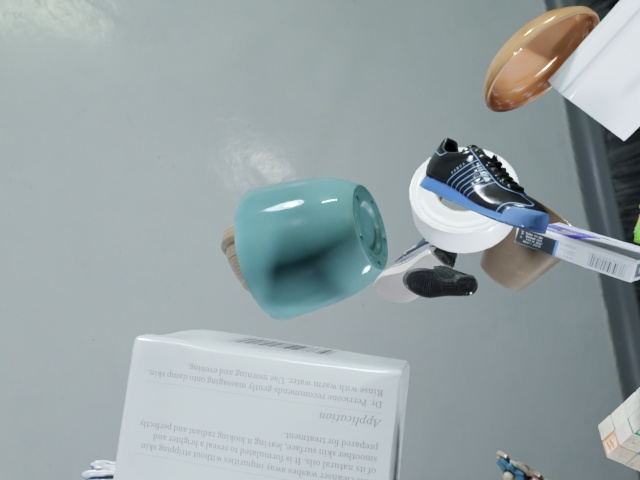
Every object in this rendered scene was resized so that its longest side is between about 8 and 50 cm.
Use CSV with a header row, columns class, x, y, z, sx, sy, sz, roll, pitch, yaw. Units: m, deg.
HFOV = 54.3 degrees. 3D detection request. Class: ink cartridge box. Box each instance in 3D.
class,x,y,z,sx,sy,sz,roll,pitch,yaw
ink cartridge box,0.486,0.015,1.122,0.208,0.206,0.045,-3,110,-49

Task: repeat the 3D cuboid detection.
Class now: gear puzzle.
class,x,y,z,sx,sy,sz,roll,pitch,yaw
gear puzzle,0.454,0.549,1.215,0.044,0.175,0.339,-45,117,-17

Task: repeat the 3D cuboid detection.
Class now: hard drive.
class,x,y,z,sx,sy,sz,roll,pitch,yaw
hard drive,0.516,-0.319,0.890,0.233,0.353,0.047,14,35,-42

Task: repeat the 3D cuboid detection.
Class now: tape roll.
class,x,y,z,sx,sy,sz,roll,pitch,yaw
tape roll,0.382,-0.112,1.669,0.286,0.100,0.286,-7,58,11

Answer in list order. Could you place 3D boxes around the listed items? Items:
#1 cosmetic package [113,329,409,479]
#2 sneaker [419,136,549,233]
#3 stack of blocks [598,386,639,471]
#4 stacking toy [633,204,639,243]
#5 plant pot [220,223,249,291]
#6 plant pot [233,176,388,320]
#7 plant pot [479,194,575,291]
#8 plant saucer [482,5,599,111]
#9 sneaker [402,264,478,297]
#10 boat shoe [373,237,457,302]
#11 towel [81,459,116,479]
class,x,y,z,sx,sy,sz,roll,pitch,yaw
cosmetic package,-0.051,0.276,0.498,0.217,0.156,0.384,7,84,11
sneaker,0.242,-0.085,0.911,0.081,0.232,0.090,12,104,-42
stack of blocks,0.737,0.355,1.266,0.171,0.297,0.087,25,33,-6
stacking toy,0.463,-0.059,0.712,0.167,0.052,0.221,23,71,9
plant pot,-0.100,0.054,1.333,0.238,0.237,0.109,15,65,-17
plant pot,0.000,0.000,1.293,0.235,0.293,0.292,-16,86,23
plant pot,0.583,0.015,1.801,0.263,0.263,0.229,25,115,-15
plant saucer,0.331,-0.281,0.960,0.200,0.200,0.037,-21,66,-22
sneaker,0.214,0.073,1.128,0.170,0.089,0.051,6,96,-17
boat shoe,0.300,0.068,1.873,0.127,0.340,0.158,43,53,-10
towel,-0.162,0.356,0.774,0.209,0.285,0.034,5,43,1
